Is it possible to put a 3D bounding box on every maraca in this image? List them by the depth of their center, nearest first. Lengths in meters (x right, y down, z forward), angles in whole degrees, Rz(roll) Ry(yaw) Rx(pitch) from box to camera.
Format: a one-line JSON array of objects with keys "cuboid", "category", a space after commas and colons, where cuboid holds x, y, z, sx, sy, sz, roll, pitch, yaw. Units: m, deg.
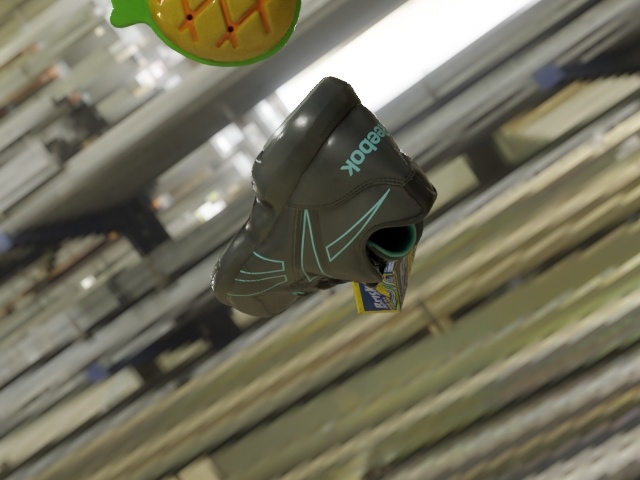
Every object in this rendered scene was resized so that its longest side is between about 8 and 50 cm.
[{"cuboid": [-0.109, -0.226, 1.613, 0.099, 0.186, 0.127, -177, 103, -88], "category": "maraca"}]

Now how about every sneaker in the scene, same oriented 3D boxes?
[{"cuboid": [0.000, 0.000, 1.160, 0.101, 0.106, 0.267, -53, -5, -24], "category": "sneaker"}]

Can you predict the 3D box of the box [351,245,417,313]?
[{"cuboid": [0.078, 0.015, 2.107, 0.054, 0.059, 0.169, -3, 33, 14], "category": "box"}]
